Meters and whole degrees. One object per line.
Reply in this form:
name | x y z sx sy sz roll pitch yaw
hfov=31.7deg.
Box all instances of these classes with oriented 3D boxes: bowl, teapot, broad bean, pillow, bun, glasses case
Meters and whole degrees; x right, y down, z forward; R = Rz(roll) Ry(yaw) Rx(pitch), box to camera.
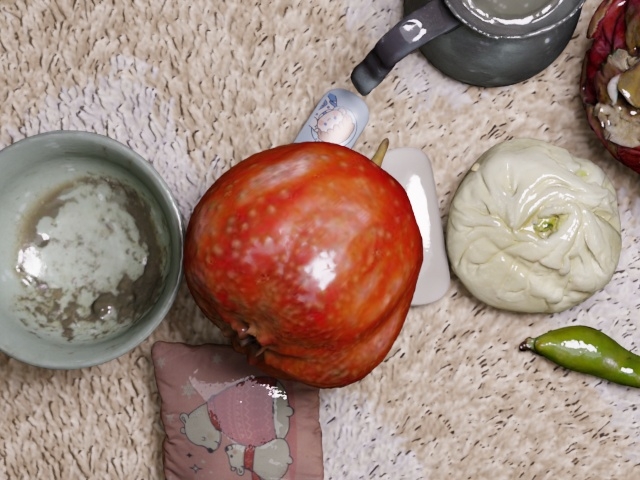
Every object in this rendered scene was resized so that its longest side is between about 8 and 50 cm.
bowl | -0.299 0.011 1.402 0.289 0.146 0.289 0 90 3
teapot | 0.178 -0.304 1.327 0.305 0.285 0.223 -7 89 0
broad bean | 0.360 0.147 1.433 0.214 0.048 0.070 7 92 2
pillow | -0.098 0.236 1.424 0.223 0.084 0.236 -4 91 -1
bun | 0.267 -0.016 1.394 0.229 0.145 0.229 0 89 -2
glasses case | -0.003 -0.113 1.447 0.067 0.045 0.178 32 89 0
glasses case | 0.116 -0.018 1.440 0.081 0.051 0.204 -8 89 1

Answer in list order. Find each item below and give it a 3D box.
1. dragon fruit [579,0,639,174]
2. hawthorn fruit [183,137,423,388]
dragon fruit | 0.465 -0.203 1.315 0.329 0.329 0.329 0 89 1
hawthorn fruit | 0.000 0.000 1.324 0.287 0.287 0.330 35 65 2
